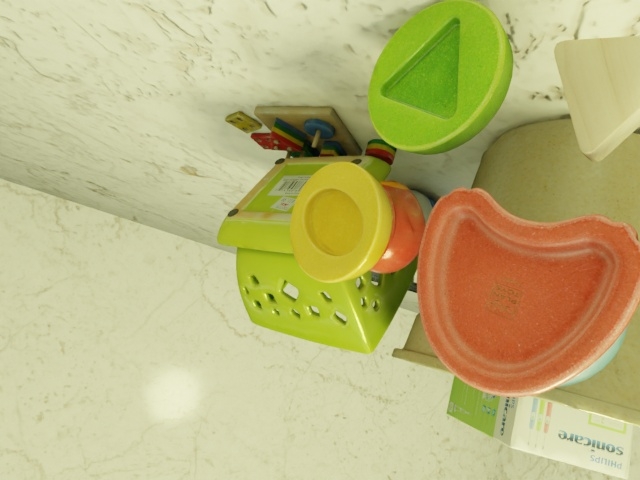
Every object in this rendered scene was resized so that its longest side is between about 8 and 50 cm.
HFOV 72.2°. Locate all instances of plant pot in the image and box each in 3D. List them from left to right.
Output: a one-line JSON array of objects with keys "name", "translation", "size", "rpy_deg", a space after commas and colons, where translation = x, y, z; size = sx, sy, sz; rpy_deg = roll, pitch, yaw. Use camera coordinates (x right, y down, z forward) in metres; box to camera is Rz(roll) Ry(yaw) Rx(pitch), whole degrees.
[{"name": "plant pot", "translation": [0.000, 0.000, 0.658], "size": [0.228, 0.227, 0.207], "rpy_deg": [5, 133, 34]}, {"name": "plant pot", "translation": [0.286, 0.039, 0.540], "size": [0.334, 0.305, 0.334], "rpy_deg": [15, 168, 3]}]

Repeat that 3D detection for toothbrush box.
[{"name": "toothbrush box", "translation": [0.402, 0.332, 0.851], "size": [0.206, 0.122, 0.283], "rpy_deg": [16, 169, -2]}]

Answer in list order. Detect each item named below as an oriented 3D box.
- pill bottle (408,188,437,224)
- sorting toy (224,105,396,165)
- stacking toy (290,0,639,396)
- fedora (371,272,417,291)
[{"name": "pill bottle", "translation": [0.183, -0.023, 0.836], "size": [0.221, 0.124, 0.124], "rpy_deg": [25, 165, -34]}, {"name": "sorting toy", "translation": [-0.029, -0.154, 0.689], "size": [0.275, 0.046, 0.132], "rpy_deg": [10, 167, 28]}, {"name": "stacking toy", "translation": [0.141, -0.040, 0.394], "size": [0.130, 0.279, 0.309], "rpy_deg": [12, -163, -45]}, {"name": "fedora", "translation": [0.118, 0.016, 1.005], "size": [0.334, 0.152, 0.334], "rpy_deg": [15, 177, 1]}]
